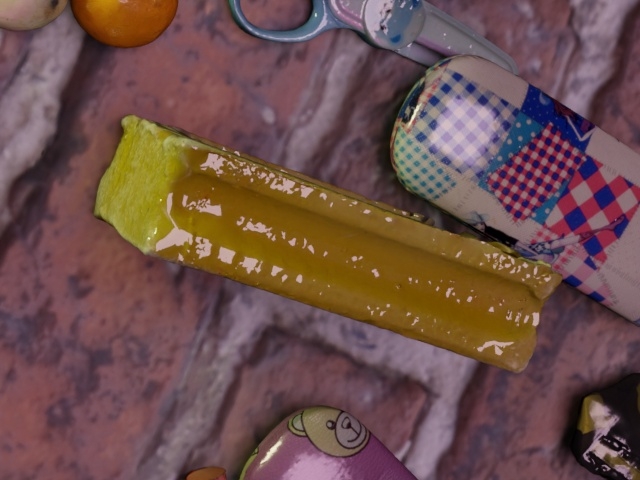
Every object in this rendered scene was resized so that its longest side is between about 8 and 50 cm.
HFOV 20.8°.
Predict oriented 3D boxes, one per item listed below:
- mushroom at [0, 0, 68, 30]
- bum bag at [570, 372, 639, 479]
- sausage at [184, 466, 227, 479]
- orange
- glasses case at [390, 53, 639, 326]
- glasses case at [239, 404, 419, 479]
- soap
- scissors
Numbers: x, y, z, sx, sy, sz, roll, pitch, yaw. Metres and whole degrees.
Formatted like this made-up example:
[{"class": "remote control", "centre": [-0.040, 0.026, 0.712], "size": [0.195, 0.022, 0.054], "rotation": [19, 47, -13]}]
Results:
[{"class": "mushroom", "centre": [-0.218, -0.193, 1.267], "size": [0.083, 0.067, 0.084], "rotation": [3, 105, 13]}, {"class": "bum bag", "centre": [0.306, 0.201, 1.513], "size": [0.232, 0.060, 0.107], "rotation": [43, 70, -21]}, {"class": "sausage", "centre": [-0.079, 0.245, 1.379], "size": [0.034, 0.034, 0.129], "rotation": [-14, 101, -20]}, {"class": "orange", "centre": [-0.144, -0.183, 1.290], "size": [0.083, 0.083, 0.084], "rotation": [-2, 96, -21]}, {"class": "glasses case", "centre": [0.200, -0.037, 1.435], "size": [0.327, 0.076, 0.125], "rotation": [30, 89, -25]}, {"class": "glasses case", "centre": [0.062, 0.265, 1.413], "size": [0.123, 0.076, 0.316], "rotation": [-47, 109, -12]}, {"class": "soap", "centre": [0.000, 0.000, 1.302], "size": [0.315, 0.199, 0.091], "rotation": [18, 93, -23]}, {"class": "scissors", "centre": [0.051, -0.180, 1.392], "size": [0.256, 0.030, 0.125], "rotation": [25, 89, -22]}]
